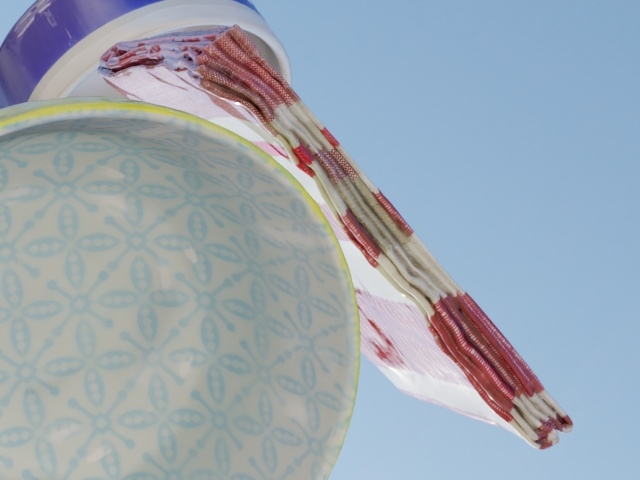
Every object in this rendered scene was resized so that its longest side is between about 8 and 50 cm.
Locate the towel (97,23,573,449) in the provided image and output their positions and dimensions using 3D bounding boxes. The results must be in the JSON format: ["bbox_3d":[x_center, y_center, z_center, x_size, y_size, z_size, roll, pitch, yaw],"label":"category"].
[{"bbox_3d":[0.000,0.000,0.996,0.329,0.037,0.237,48,-13,-18],"label":"towel"}]

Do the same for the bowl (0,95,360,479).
[{"bbox_3d":[-0.138,0.052,0.819,0.156,0.289,0.290,-140,-136,-62],"label":"bowl"}]

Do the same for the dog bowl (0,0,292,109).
[{"bbox_3d":[-0.165,-0.136,1.450,0.265,0.264,0.104,-54,-127,31],"label":"dog bowl"}]
